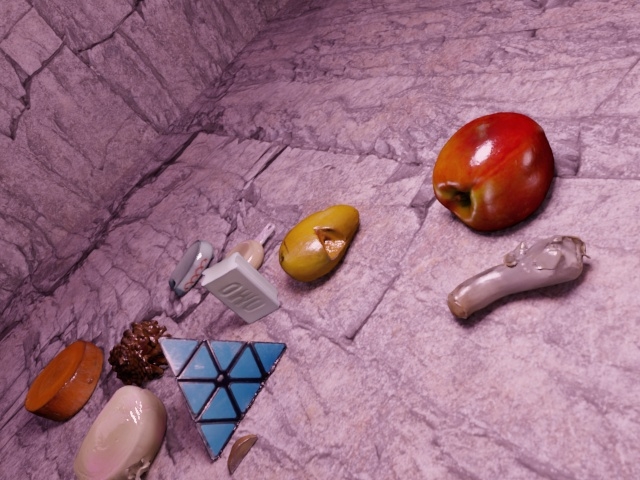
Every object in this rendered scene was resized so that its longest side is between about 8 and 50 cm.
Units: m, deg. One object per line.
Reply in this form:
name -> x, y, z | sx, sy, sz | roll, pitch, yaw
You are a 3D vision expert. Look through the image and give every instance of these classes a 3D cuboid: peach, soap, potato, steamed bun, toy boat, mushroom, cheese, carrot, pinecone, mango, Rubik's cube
peach -> 0.400, -0.171, 1.078 | 0.249, 0.245, 0.275 | 38, 68, 25
soap -> -0.209, 0.131, 1.286 | 0.119, 0.198, 0.066 | -29, 39, 16
potato -> -0.184, 0.462, 1.060 | 0.037, 0.036, 0.093 | 23, 70, 47
steamed bun -> -0.468, 0.494, 1.183 | 0.153, 0.170, 0.238 | 18, 65, 24
toy boat -> -0.436, 0.095, 1.646 | 0.207, 0.079, 0.134 | -58, 31, -5
mushroom -> 0.374, 0.073, 0.927 | 0.278, 0.099, 0.096 | -28, 25, 23
cheese -> -0.219, 0.035, 1.509 | 0.137, 0.064, 0.227 | 19, 65, 48
carrot -> -0.855, 0.458, 1.609 | 0.259, 0.100, 0.307 | -36, 35, 2
pinecone -> -0.519, 0.325, 1.402 | 0.179, 0.150, 0.195 | -19, 41, 27
mango -> 0.000, 0.000, 1.299 | 0.167, 0.130, 0.262 | 18, 61, 43
Rubik's cube -> -0.255, 0.334, 1.173 | 0.234, 0.229, 0.228 | 27, 114, 14
